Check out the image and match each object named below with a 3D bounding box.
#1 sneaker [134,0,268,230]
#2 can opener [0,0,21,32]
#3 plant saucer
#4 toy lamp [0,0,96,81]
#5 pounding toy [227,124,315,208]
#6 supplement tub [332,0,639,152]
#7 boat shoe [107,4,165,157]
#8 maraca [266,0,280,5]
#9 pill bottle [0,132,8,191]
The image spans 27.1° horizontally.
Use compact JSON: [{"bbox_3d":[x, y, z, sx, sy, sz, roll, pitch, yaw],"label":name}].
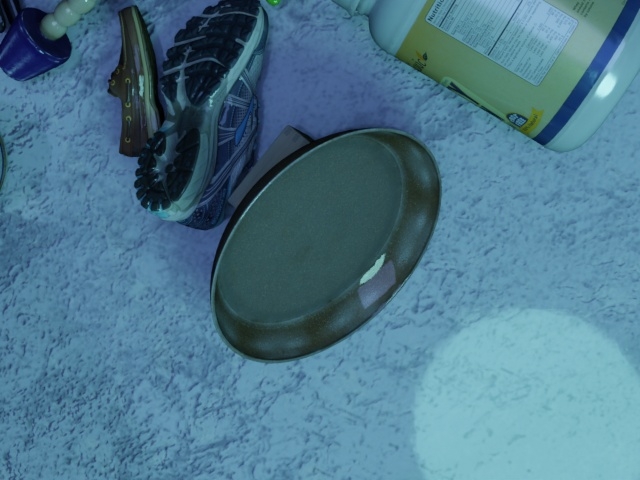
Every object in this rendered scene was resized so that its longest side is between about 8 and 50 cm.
[{"bbox_3d":[-0.122,-0.144,1.534,0.110,0.122,0.283,11,75,35],"label":"sneaker"},{"bbox_3d":[-0.394,-0.332,1.547,0.059,0.073,0.186,-31,99,-34],"label":"can opener"},{"bbox_3d":[0.000,0.000,1.474,0.310,0.310,0.050,-52,53,6],"label":"plant saucer"},{"bbox_3d":[-0.262,-0.274,1.496,0.274,0.080,0.080,-33,94,27],"label":"toy lamp"},{"bbox_3d":[-0.030,-0.041,1.527,0.100,0.130,0.141,40,96,10],"label":"pounding toy"},{"bbox_3d":[0.193,-0.263,1.438,0.316,0.228,0.228,31,96,-1],"label":"supplement tub"},{"bbox_3d":[-0.219,-0.182,1.543,0.060,0.064,0.178,-7,98,1],"label":"boat shoe"},{"bbox_3d":[-0.084,-0.348,1.507,0.185,0.099,0.127,30,95,-11],"label":"maraca"},{"bbox_3d":[-0.450,-0.083,1.460,0.153,0.265,0.153,0,96,2],"label":"pill bottle"}]
